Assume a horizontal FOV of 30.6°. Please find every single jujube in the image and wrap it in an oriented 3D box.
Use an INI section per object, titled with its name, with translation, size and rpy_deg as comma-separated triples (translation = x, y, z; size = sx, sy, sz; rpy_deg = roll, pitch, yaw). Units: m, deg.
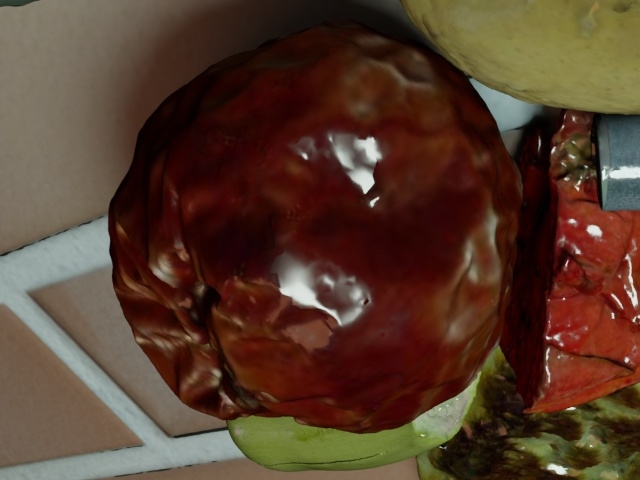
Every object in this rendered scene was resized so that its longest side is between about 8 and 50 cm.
[jujube]
translation = 0.000, 0.000, 0.615
size = 0.213, 0.213, 0.232
rpy_deg = 38, 161, -11

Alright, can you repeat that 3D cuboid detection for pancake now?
[pancake]
translation = 0.211, 0.156, 0.784
size = 0.305, 0.067, 0.427
rpy_deg = -2, 130, 23

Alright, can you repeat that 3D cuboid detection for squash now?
[squash]
translation = 0.012, 0.114, 0.797
size = 0.083, 0.083, 0.250
rpy_deg = 44, 150, -17

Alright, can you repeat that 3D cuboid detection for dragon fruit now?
[dragon fruit]
translation = 0.150, -0.014, 0.609
size = 0.092, 0.122, 0.192
rpy_deg = 2, 111, -8

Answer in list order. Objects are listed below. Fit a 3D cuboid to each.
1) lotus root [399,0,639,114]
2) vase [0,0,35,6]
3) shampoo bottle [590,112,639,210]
[lotus root]
translation = 0.179, -0.131, 0.414
size = 0.342, 0.151, 0.169
rpy_deg = -2, 133, 37
[vase]
translation = -0.236, -0.229, 0.498
size = 0.291, 0.245, 0.245
rpy_deg = 10, 137, 27
[shampoo bottle]
translation = 0.226, -0.040, 0.502
size = 0.214, 0.072, 0.072
rpy_deg = -3, 134, 6
